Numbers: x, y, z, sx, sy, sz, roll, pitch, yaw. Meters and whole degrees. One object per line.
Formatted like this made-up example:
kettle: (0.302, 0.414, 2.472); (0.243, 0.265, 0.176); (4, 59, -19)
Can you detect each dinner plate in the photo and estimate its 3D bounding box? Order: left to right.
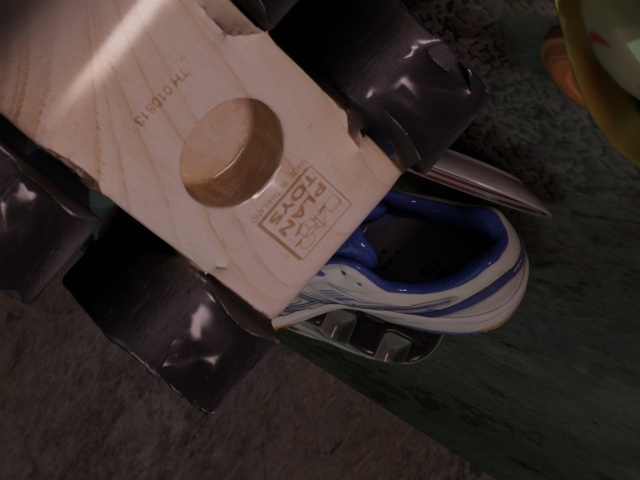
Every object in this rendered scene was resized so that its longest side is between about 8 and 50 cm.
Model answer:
dinner plate: (0.081, -0.045, 0.947); (0.141, 0.017, 0.141); (21, 179, 0)

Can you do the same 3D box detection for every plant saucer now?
plant saucer: (0.139, -0.071, 0.704); (0.083, 0.013, 0.083); (31, 171, 5)

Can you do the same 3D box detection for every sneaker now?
sneaker: (-0.046, 0.024, 1.459); (0.330, 0.122, 0.146); (33, 169, -7)
sneaker: (0.000, 0.000, 1.073); (0.296, 0.112, 0.131); (-1, 160, 5)

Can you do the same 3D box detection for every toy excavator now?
toy excavator: (-0.112, -0.104, 0.888); (0.445, 0.222, 0.433); (42, -179, 43)

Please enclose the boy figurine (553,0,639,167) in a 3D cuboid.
boy figurine: (0.043, -0.129, 0.477); (0.285, 0.092, 0.177); (39, 166, -22)
